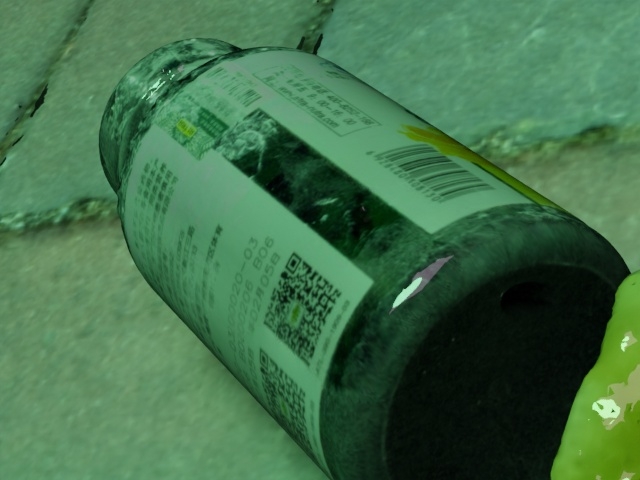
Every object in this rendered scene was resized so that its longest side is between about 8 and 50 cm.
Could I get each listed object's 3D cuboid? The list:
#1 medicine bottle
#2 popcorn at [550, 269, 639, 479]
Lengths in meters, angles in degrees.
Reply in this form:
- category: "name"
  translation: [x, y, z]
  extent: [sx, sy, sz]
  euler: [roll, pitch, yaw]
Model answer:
- category: "medicine bottle"
  translation: [0.000, 0.000, 0.674]
  extent: [0.141, 0.141, 0.293]
  euler: [-39, 39, -10]
- category: "popcorn"
  translation: [0.178, 0.087, 0.389]
  extent: [0.225, 0.249, 0.249]
  euler: [-49, 23, 40]
